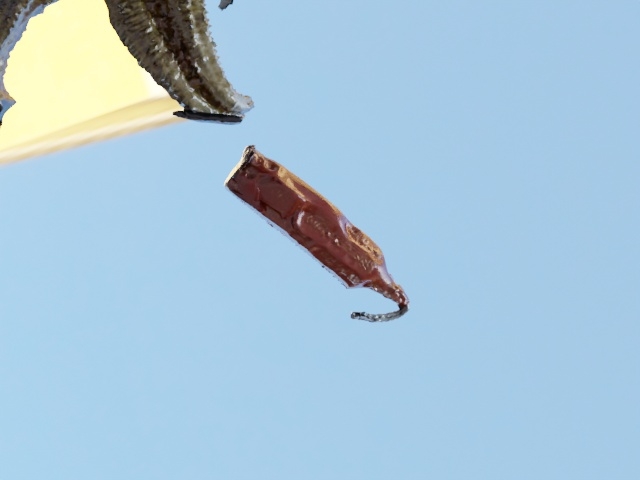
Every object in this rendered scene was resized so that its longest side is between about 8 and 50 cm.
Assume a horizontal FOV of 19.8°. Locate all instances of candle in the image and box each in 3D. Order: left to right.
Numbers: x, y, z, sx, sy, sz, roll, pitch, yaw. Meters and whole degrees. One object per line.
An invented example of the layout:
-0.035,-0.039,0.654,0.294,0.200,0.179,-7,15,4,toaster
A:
0.000,0.000,1.276,0.162,0.048,0.053,39,-34,-8,candle

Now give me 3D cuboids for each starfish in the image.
-0.118,-0.219,1.275,0.312,0.113,0.303,-20,-101,6,starfish

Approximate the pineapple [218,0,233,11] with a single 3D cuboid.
0.001,-0.252,0.994,0.169,0.340,0.169,4,-38,3,pineapple
